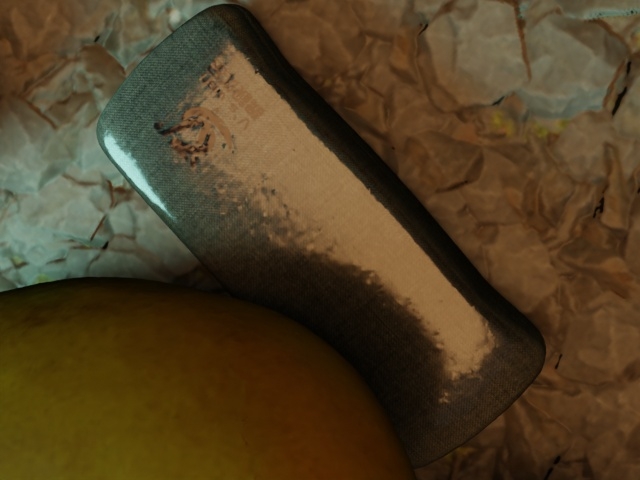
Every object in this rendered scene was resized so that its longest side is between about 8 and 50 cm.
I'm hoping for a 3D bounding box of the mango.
[{"bbox_3d":[-0.136,0.169,0.734,0.446,0.232,0.300,-1,62,33],"label":"mango"}]

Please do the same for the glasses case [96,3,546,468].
[{"bbox_3d":[0.000,0.000,0.793,0.131,0.074,0.323,-42,92,15],"label":"glasses case"}]
